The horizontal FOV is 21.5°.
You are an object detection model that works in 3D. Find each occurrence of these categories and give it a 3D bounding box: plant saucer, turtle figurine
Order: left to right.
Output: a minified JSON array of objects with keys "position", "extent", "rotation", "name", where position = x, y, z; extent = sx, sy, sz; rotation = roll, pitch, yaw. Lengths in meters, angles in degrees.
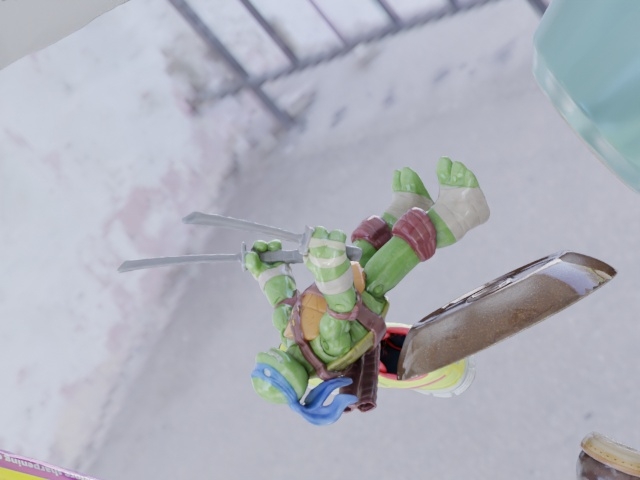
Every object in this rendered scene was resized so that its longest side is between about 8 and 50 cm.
[{"position":[0.000,0.000,1.528],"extent":[0.266,0.274,0.198],"rotation":[-39,-19,-25],"name":"turtle figurine"},{"position":[0.143,0.054,1.357],"extent":[0.198,0.036,0.198],"rotation":[-27,1,0],"name":"plant saucer"}]

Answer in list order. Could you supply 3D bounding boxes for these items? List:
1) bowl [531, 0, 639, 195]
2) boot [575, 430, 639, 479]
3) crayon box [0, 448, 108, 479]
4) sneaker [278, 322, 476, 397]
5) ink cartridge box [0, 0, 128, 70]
[{"position":[0.328,-0.161,1.686],"extent":[0.163,0.311,0.311],"rotation":[-42,28,16],"name":"bowl"},{"position":[0.211,0.265,1.275],"extent":[0.090,0.248,0.207],"rotation":[23,78,28],"name":"boot"},{"position":[-0.164,0.311,1.181],"extent":[0.106,0.363,0.313],"rotation":[-49,37,26],"name":"crayon box"},{"position":[0.049,0.113,1.725],"extent":[0.208,0.094,0.082],"rotation":[0,76,20],"name":"sneaker"},{"position":[-0.209,-0.247,0.696],"extent":[0.384,0.160,0.279],"rotation":[27,39,19],"name":"ink cartridge box"}]
